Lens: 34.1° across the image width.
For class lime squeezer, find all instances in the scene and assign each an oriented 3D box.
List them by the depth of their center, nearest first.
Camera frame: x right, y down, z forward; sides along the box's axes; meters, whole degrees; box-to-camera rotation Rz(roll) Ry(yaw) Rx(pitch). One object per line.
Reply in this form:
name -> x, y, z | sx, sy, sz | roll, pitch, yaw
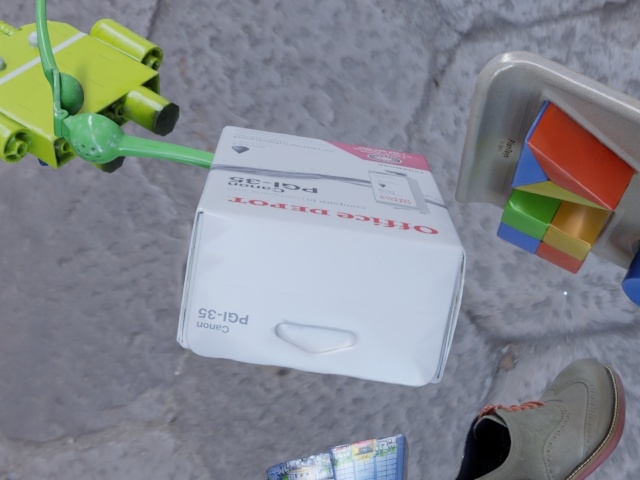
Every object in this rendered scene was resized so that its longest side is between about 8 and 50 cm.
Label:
lime squeezer -> -0.229, -0.144, 1.058 | 0.310, 0.059, 0.110 | 40, 73, 19

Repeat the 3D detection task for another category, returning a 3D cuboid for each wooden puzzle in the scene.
wooden puzzle -> 0.293, -0.019, 0.976 | 0.348, 0.322, 0.080 | 23, 74, 11

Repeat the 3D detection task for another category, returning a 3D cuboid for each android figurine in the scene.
android figurine -> -0.302, -0.176, 1.195 | 0.273, 0.056, 0.248 | 32, 51, 23

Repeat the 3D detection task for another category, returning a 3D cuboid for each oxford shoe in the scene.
oxford shoe -> 0.246, 0.221, 1.188 | 0.130, 0.348, 0.123 | 51, 132, -4

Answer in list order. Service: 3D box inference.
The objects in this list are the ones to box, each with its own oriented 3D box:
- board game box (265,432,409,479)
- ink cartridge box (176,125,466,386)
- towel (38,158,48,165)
board game box -> 0.033, 0.361, 1.318 | 0.194, 0.060, 0.194 | -13, 58, 4
ink cartridge box -> 0.000, 0.000, 0.891 | 0.207, 0.283, 0.117 | 9, 108, -4
towel -> -0.344, -0.157, 1.301 | 0.067, 0.029, 0.119 | -33, 70, 35
